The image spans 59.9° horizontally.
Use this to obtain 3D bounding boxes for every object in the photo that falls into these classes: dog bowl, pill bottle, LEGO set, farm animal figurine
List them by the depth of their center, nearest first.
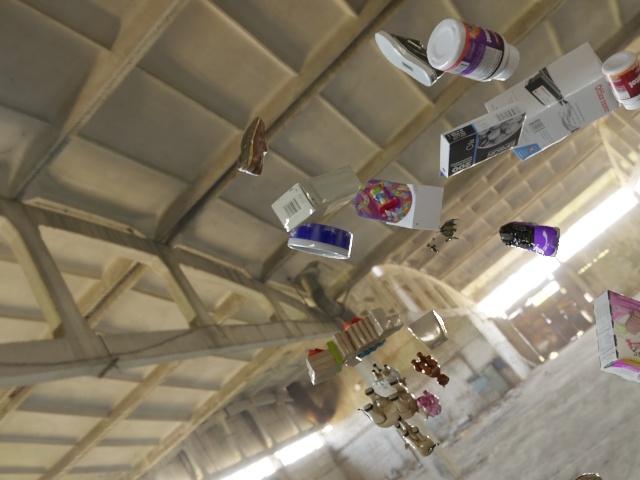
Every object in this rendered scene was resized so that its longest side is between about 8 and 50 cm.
[{"bbox_3d":[0.246,-0.015,1.112,0.083,0.023,0.054,-34,-63,14],"label":"LEGO set"},{"bbox_3d":[0.342,-0.414,1.226,0.194,0.108,0.108,4,-42,-30],"label":"pill bottle"},{"bbox_3d":[0.844,-0.437,1.527,0.086,0.086,0.152,-42,-59,10],"label":"pill bottle"},{"bbox_3d":[0.282,0.542,1.775,0.327,0.172,0.330,-20,29,39],"label":"farm animal figurine"},{"bbox_3d":[0.000,0.000,2.356,0.265,0.265,0.104,27,-106,-67],"label":"dog bowl"}]

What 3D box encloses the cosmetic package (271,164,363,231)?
[{"bbox_3d":[-0.004,-0.150,1.920,0.160,0.113,0.310,-36,-6,40],"label":"cosmetic package"}]

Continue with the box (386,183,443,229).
[{"bbox_3d":[0.281,-0.103,1.670,0.091,0.129,0.170,5,6,-20],"label":"box"}]

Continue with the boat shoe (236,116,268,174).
[{"bbox_3d":[-0.166,-0.237,1.410,0.060,0.177,0.064,27,-39,-29],"label":"boat shoe"}]

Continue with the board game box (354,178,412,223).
[{"bbox_3d":[0.177,-0.122,1.587,0.033,0.169,0.133,61,-135,-60],"label":"board game box"}]

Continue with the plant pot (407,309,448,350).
[{"bbox_3d":[0.390,0.324,1.961,0.109,0.096,0.109,-37,-31,8],"label":"plant pot"}]

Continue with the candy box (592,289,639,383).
[{"bbox_3d":[0.848,0.266,1.521,0.071,0.159,0.233,115,173,-50],"label":"candy box"}]

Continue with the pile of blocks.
[{"bbox_3d":[0.100,0.334,1.837,0.362,0.112,0.149,-32,-31,4],"label":"pile of blocks"}]

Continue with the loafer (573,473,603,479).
[{"bbox_3d":[0.565,0.549,1.216,0.125,0.045,0.039,-16,3,-1],"label":"loafer"}]

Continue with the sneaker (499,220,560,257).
[{"bbox_3d":[0.673,-0.008,1.830,0.146,0.102,0.293,4,7,-2],"label":"sneaker"}]

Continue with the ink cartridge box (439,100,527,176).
[{"bbox_3d":[0.403,-0.238,1.402,0.207,0.045,0.208,-24,-25,0],"label":"ink cartridge box"}]

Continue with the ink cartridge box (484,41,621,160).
[{"bbox_3d":[0.859,-0.500,2.055,0.395,0.166,0.286,-29,-28,26],"label":"ink cartridge box"}]

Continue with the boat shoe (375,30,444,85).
[{"bbox_3d":[0.240,-0.498,1.484,0.070,0.219,0.077,-42,-19,-9],"label":"boat shoe"}]
